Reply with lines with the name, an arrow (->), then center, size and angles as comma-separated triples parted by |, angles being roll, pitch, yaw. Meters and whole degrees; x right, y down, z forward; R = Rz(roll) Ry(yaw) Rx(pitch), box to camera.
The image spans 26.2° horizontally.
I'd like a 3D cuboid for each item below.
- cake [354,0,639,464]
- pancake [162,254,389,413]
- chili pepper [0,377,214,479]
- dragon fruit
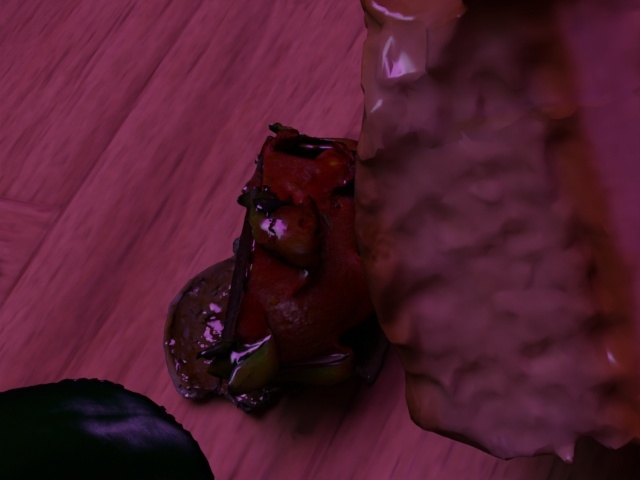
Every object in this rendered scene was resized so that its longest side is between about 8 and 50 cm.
cake -> 0.181, -0.094, 0.556 | 0.307, 0.293, 0.314 | -6, 31, 17
pancake -> -0.025, 0.043, 0.761 | 0.129, 0.022, 0.116 | -14, 48, 3
chili pepper -> -0.111, 0.139, 0.564 | 0.174, 0.261, 0.165 | 48, 110, 20
dragon fruit -> 0.000, 0.000, 0.690 | 0.175, 0.138, 0.142 | -13, 79, -21
